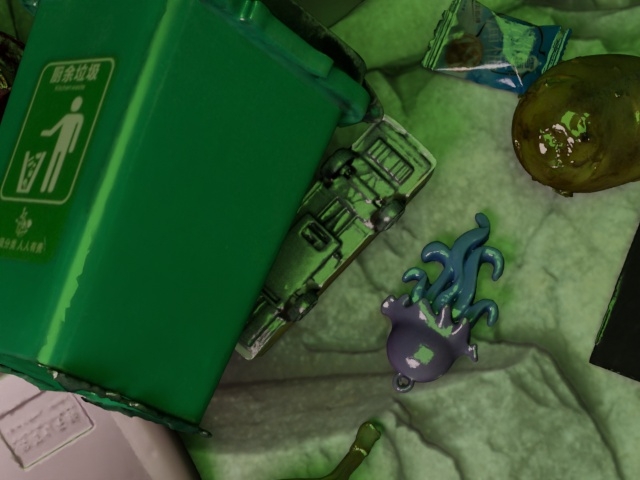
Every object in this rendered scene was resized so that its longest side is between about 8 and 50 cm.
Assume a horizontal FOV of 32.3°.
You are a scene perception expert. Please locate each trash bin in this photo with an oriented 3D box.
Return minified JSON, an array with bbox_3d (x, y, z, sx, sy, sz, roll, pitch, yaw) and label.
[{"bbox_3d":[-0.143,-0.042,0.962,0.259,0.295,0.381,6,71,45],"label":"trash bin"}]

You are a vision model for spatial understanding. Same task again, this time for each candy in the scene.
[{"bbox_3d":[0.182,-0.200,1.147,0.136,0.038,0.088,21,97,7],"label":"candy"}]

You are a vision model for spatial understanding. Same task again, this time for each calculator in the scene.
[{"bbox_3d":[-0.229,0.226,1.065,0.194,0.043,0.294,-31,102,-1],"label":"calculator"}]

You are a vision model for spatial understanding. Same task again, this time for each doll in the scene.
[{"bbox_3d":[0.126,0.062,1.105,0.110,0.067,0.206,25,73,19],"label":"doll"}]

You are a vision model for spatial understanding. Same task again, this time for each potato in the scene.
[{"bbox_3d":[0.268,-0.115,1.090,0.176,0.137,0.137,-8,82,-19],"label":"potato"}]

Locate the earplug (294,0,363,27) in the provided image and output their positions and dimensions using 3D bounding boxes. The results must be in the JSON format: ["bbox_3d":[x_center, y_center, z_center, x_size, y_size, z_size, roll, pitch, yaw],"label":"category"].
[{"bbox_3d":[-0.079,-0.365,1.125,0.172,0.172,0.301,-28,77,-1],"label":"earplug"}]

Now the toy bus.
[{"bbox_3d":[0.000,0.000,1.095,0.092,0.106,0.268,43,89,7],"label":"toy bus"}]

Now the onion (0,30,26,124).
[{"bbox_3d":[-0.348,-0.137,1.066,0.195,0.218,0.140,-33,90,-27],"label":"onion"}]

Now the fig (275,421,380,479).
[{"bbox_3d":[-0.030,0.275,1.062,0.143,0.160,0.231,-15,43,29],"label":"fig"}]

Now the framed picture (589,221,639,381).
[{"bbox_3d":[0.441,0.051,1.015,0.338,0.014,0.255,20,90,37],"label":"framed picture"}]
